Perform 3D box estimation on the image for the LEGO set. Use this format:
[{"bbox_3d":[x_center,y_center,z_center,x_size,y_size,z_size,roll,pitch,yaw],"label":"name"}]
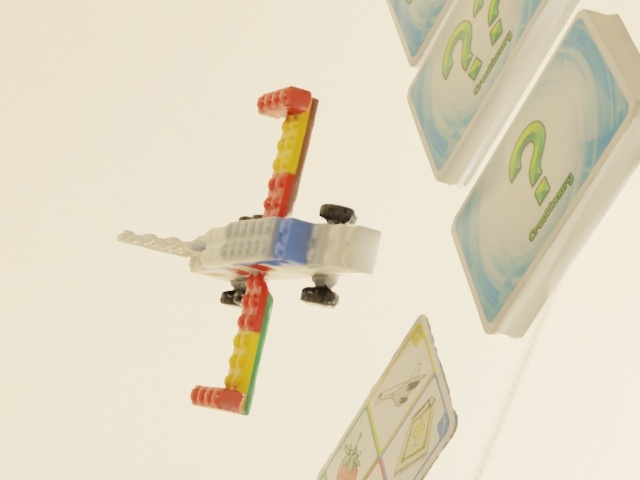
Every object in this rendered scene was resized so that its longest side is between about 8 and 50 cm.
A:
[{"bbox_3d":[0.000,0.000,0.528,0.060,0.244,0.182,15,-146,-22],"label":"LEGO set"}]
